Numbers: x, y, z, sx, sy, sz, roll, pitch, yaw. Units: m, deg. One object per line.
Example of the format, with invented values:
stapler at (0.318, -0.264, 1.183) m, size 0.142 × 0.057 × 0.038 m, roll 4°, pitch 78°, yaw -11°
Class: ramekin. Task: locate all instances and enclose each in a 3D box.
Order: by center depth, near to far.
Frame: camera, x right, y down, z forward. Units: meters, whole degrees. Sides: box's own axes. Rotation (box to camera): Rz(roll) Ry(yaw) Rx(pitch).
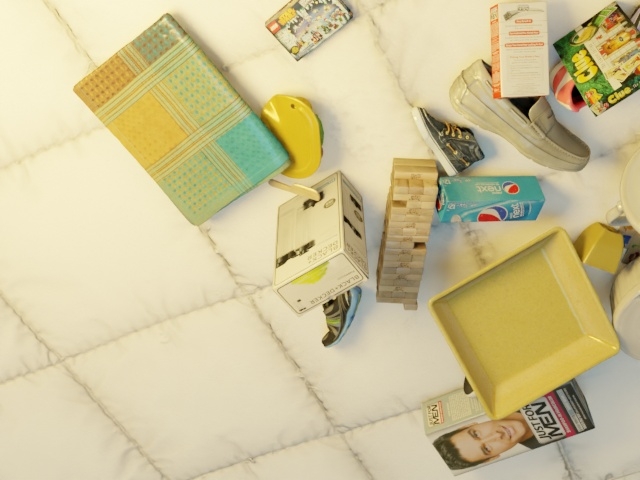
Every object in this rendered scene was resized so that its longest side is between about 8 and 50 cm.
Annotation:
ramekin at (0.770, 0.135, 1.889) m, size 0.273 × 0.127 × 0.272 m, roll 1°, pitch 129°, yaw 1°

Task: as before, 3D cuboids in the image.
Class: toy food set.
toy food set at (-0.046, -0.198, 1.702) m, size 0.128 × 0.071 × 0.217 m, roll 12°, pitch 126°, yaw 21°

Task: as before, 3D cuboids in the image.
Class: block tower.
block tower at (0.179, -0.008, 1.817) m, size 0.097 × 0.091 × 0.335 m, roll 3°, pitch 125°, yaw -1°

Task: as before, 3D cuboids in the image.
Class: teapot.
teapot at (0.727, -0.090, 1.690) m, size 0.187 × 0.256 × 0.252 m, roll 14°, pitch 108°, yaw -50°

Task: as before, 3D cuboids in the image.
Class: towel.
towel at (-0.265, -0.224, 1.662) m, size 0.271 × 0.040 × 0.370 m, roll -30°, pitch 113°, yaw 25°

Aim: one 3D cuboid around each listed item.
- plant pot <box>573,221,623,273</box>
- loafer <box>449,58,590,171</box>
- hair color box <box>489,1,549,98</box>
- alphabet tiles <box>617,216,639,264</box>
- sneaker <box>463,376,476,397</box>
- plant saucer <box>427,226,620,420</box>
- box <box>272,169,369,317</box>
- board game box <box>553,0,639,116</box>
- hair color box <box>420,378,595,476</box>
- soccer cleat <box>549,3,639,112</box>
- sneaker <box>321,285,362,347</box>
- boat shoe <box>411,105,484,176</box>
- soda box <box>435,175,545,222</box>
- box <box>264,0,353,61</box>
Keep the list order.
plant pot at (0.604, 0.010, 1.839) m, size 0.082 × 0.081 × 0.083 m, roll 19°, pitch 110°, yaw -13°
loafer at (0.399, -0.236, 1.642) m, size 0.320 × 0.112 × 0.111 m, roll 26°, pitch 130°, yaw -17°
hair color box at (0.360, -0.343, 1.550) m, size 0.093 × 0.053 × 0.167 m, roll -3°, pitch 97°, yaw -7°
alphabet tiles at (0.750, -0.037, 1.848) m, size 0.198 × 0.009 × 0.237 m, roll 8°, pitch 125°, yaw -6°
sneaker at (0.349, 0.230, 1.981) m, size 0.147 × 0.104 × 0.295 m, roll 14°, pitch 117°, yaw -8°
plant saucer at (0.436, 0.175, 1.863) m, size 0.333 × 0.081 × 0.332 m, roll -30°, pitch 106°, yaw 0°
box at (0.000, 0.000, 1.699) m, size 0.169 × 0.290 × 0.087 m, roll -29°, pitch 121°, yaw 20°
board game box at (0.498, -0.321, 1.491) m, size 0.136 × 0.259 × 0.030 m, roll -37°, pitch 119°, yaw 22°
hair color box at (0.459, 0.433, 2.116) m, size 0.375 × 0.113 × 0.185 m, roll -24°, pitch 122°, yaw 17°
soccer cleat at (0.572, -0.345, 1.561) m, size 0.318 × 0.116 × 0.108 m, roll -33°, pitch 119°, yaw 21°
sneaker at (0.038, 0.168, 1.966) m, size 0.078 × 0.067 × 0.188 m, roll 25°, pitch 126°, yaw 9°
boat shoe at (0.253, -0.211, 1.692) m, size 0.083 × 0.065 × 0.183 m, roll -29°, pitch 128°, yaw 18°
soda box at (0.343, -0.084, 1.747) m, size 0.210 × 0.071 × 0.067 m, roll -2°, pitch 140°, yaw -10°
box at (-0.022, -0.406, 1.572) m, size 0.137 × 0.027 × 0.094 m, roll -35°, pitch 117°, yaw 22°
